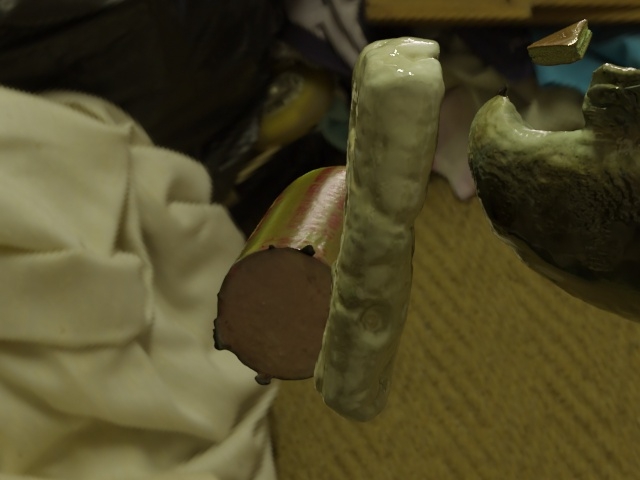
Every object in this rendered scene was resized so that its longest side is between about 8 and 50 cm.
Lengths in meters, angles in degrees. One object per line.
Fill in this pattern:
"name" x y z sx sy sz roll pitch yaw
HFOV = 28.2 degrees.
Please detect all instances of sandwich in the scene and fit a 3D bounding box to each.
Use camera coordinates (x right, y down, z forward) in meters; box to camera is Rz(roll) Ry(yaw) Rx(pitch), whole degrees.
"sandwich" 0.285 -0.224 1.473 0.083 0.031 0.044 -28 36 -5

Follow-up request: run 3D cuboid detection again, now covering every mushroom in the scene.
"mushroom" 0.246 -0.028 0.979 0.344 0.247 0.130 17 62 42

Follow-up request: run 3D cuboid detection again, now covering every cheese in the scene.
"cheese" 0.028 -0.002 0.611 0.043 0.194 0.065 4 26 -8

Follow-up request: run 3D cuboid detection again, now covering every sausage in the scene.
"sausage" 0.001 -0.002 1.158 0.125 0.117 0.317 -51 7 27
